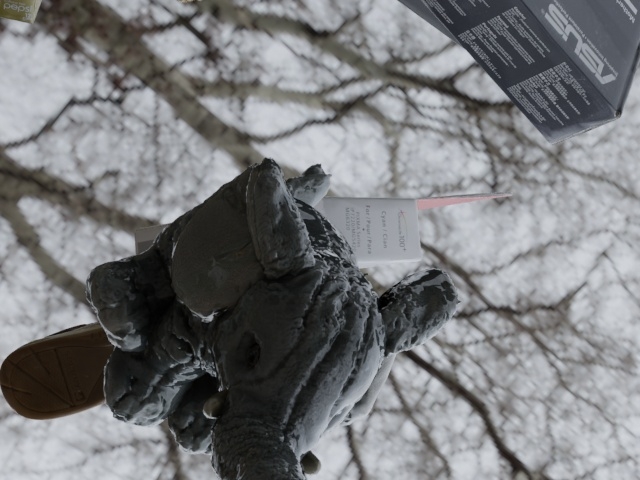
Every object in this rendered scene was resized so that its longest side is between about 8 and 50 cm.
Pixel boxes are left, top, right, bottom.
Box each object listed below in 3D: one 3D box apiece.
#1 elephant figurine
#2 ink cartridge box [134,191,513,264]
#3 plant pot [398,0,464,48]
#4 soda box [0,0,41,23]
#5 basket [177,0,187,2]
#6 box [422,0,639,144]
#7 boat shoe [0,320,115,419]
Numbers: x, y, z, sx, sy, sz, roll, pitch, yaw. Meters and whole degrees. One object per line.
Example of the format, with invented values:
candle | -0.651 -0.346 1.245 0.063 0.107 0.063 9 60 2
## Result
elephant figurine | -0.013 0.046 0.744 0.239 0.169 0.186 -10 -92 64
ink cartridge box | 0.000 0.000 1.410 0.296 0.261 0.066 -8 -95 54
plant pot | 0.184 -0.370 1.717 0.167 0.188 0.187 -30 -132 32
soda box | -0.299 -0.294 1.440 0.181 0.058 0.061 -88 -169 -51
basket | -0.168 -0.339 1.094 0.213 0.223 0.299 -50 -132 -3
box | 0.165 -0.333 1.321 0.097 0.395 0.318 -21 -148 45
boat shoe | -0.195 0.127 1.654 0.342 0.123 0.123 -13 -169 8
